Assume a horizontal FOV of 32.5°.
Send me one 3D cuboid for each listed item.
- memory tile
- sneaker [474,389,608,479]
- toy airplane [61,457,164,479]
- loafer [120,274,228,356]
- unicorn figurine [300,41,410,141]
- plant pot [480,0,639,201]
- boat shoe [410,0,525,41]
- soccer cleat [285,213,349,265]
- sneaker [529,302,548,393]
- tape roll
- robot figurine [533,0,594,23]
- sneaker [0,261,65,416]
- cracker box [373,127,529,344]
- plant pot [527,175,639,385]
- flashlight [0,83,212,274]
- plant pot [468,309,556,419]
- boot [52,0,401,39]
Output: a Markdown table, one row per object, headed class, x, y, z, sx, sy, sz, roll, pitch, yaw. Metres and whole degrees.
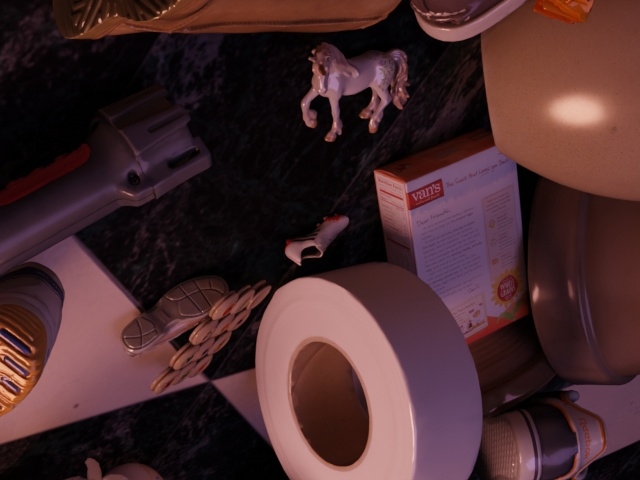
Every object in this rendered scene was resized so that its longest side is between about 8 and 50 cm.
| class | x | y | z | sx | sy | sz | roll | pitch | yaw |
| --- | --- | --- | --- | --- | --- | --- | --- | --- | --- |
| memory tile | -0.116 | 0.103 | 1.176 | 0.148 | 0.012 | 0.113 | -51 | 167 | 19 |
| sneaker | 0.273 | 0.258 | 1.423 | 0.127 | 0.126 | 0.321 | -9 | 177 | -7 |
| toy airplane | -0.238 | 0.384 | 1.219 | 0.384 | 0.272 | 0.386 | 16 | 144 | -25 |
| loafer | -0.152 | 0.079 | 1.140 | 0.125 | 0.045 | 0.039 | -32 | 162 | -18 |
| unicorn figurine | 0.025 | -0.151 | 1.065 | 0.162 | 0.060 | 0.111 | -33 | 146 | -40 |
| plant pot | 0.269 | -0.169 | 1.128 | 0.191 | 0.284 | 0.284 | -8 | 145 | 14 |
| boat shoe | 0.212 | -0.320 | 1.016 | 0.324 | 0.116 | 0.097 | -37 | 147 | 2 |
| soccer cleat | 0.000 | 0.000 | 1.203 | 0.083 | 0.035 | 0.029 | -27 | 141 | -20 |
| sneaker | 0.322 | 0.126 | 1.587 | 0.286 | 0.109 | 0.130 | -26 | 134 | -43 |
| tape roll | 0.045 | 0.170 | 1.208 | 0.100 | 0.286 | 0.286 | -12 | 134 | -37 |
| robot figurine | 0.198 | -0.343 | 0.918 | 0.211 | 0.085 | 0.291 | 17 | 96 | -9 |
| sneaker | -0.332 | 0.127 | 0.958 | 0.296 | 0.131 | 0.112 | -31 | 110 | 19 |
| cracker box | 0.155 | 0.005 | 1.266 | 0.155 | 0.067 | 0.232 | -22 | 118 | -25 |
| plant pot | 0.440 | 0.023 | 1.316 | 0.323 | 0.280 | 0.323 | -2 | 92 | -55 |
| flashlight | -0.248 | -0.031 | 0.895 | 0.304 | 0.103 | 0.103 | -33 | 109 | -20 |
| plant pot | 0.187 | 0.137 | 1.415 | 0.237 | 0.237 | 0.110 | -30 | 101 | -17 |
| boot | -0.039 | -0.207 | 0.834 | 0.269 | 0.236 | 0.089 | -8 | 97 | -35 |
